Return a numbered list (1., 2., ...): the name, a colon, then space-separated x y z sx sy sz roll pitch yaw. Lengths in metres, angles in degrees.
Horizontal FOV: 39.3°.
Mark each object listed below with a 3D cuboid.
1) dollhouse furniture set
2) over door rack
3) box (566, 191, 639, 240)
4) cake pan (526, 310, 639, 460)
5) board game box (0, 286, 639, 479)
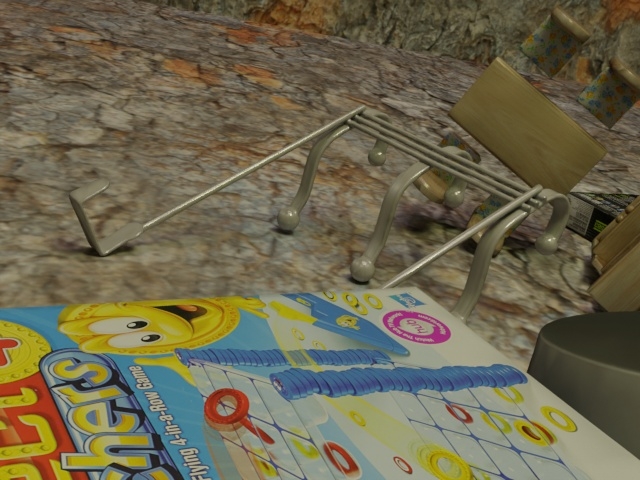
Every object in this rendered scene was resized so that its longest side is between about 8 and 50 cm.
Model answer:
1. dollhouse furniture set: 0.231 -0.064 0.844 0.242 0.212 0.161 42 22 2
2. over door rack: 0.000 0.000 0.716 0.324 0.108 0.239 -21 35 -32
3. box: 0.398 -0.004 1.008 0.184 0.045 0.191 3 21 -29
4. cake pan: 0.260 0.090 0.544 0.293 0.054 0.293 1 5 0
5. board game box: -0.005 0.128 0.372 0.302 0.086 0.308 -1 24 -32
